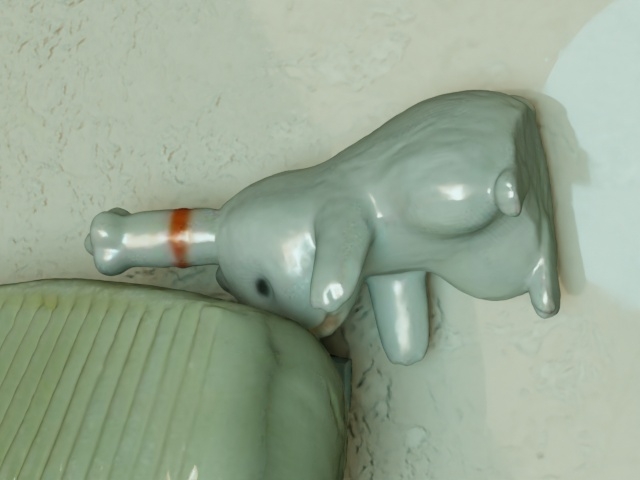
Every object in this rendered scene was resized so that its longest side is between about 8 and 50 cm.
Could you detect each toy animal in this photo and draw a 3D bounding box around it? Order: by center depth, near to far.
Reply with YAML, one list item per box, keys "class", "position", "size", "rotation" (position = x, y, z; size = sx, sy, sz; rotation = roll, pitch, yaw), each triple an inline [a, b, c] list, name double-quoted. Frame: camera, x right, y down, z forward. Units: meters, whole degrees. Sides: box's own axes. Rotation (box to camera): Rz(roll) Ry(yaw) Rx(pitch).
- class: "toy animal"
  position: [0.010, 0.009, 0.931]
  size: [0.282, 0.140, 0.138]
  rotation: [-23, 57, 12]

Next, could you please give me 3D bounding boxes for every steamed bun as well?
- class: "steamed bun"
  position: [-0.145, 0.161, 0.946]
  size: [0.383, 0.236, 0.247]
  rotation: [-5, 65, 26]

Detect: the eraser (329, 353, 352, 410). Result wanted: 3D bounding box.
- class: "eraser"
  position: [-0.021, 0.092, 1.015]
  size: [0.083, 0.019, 0.038]
  rotation: [4, 98, 18]
